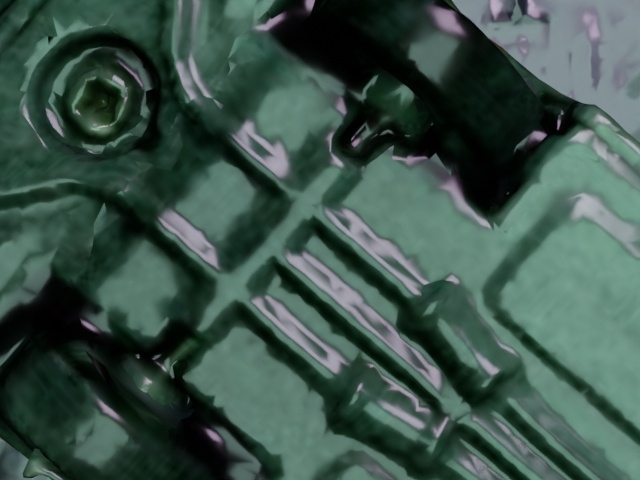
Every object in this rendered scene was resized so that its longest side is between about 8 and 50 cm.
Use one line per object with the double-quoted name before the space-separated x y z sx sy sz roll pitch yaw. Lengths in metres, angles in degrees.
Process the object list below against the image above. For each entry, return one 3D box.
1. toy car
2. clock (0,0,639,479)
"toy car" 0.052 0.052 0.402 0.320 0.097 0.141 41 87 5
"clock" 0.000 0.000 0.508 0.338 0.102 0.338 0 86 1
